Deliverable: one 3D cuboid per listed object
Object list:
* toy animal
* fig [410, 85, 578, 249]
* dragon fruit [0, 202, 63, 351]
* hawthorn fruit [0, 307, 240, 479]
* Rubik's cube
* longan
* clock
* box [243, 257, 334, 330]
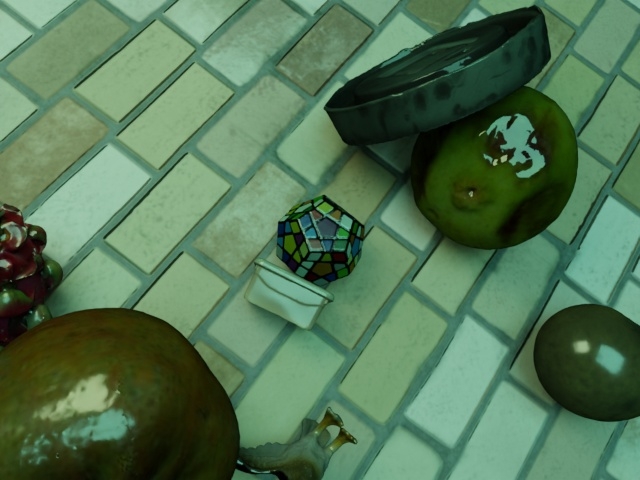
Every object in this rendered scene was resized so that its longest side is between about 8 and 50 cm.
[{"bbox_3d":[-0.032,0.269,0.621,0.160,0.197,0.272,-40,88,-29],"label":"toy animal"},{"bbox_3d":[0.267,-0.117,0.786,0.239,0.239,0.271,51,41,7],"label":"fig"},{"bbox_3d":[-0.426,0.086,0.603,0.219,0.198,0.272,15,72,-15],"label":"dragon fruit"},{"bbox_3d":[-0.237,0.197,0.556,0.268,0.267,0.301,-30,38,-17],"label":"hawthorn fruit"},{"bbox_3d":[0.000,0.000,0.749,0.112,0.133,0.132,11,70,20],"label":"Rubik's cube"},{"bbox_3d":[0.399,0.175,0.742,0.188,0.167,0.167,8,72,-6],"label":"longan"},{"bbox_3d":[0.161,-0.239,0.754,0.325,0.325,0.067,-35,114,-18],"label":"clock"},{"bbox_3d":[-0.049,0.079,0.733,0.122,0.089,0.062,26,81,-1],"label":"box"}]
